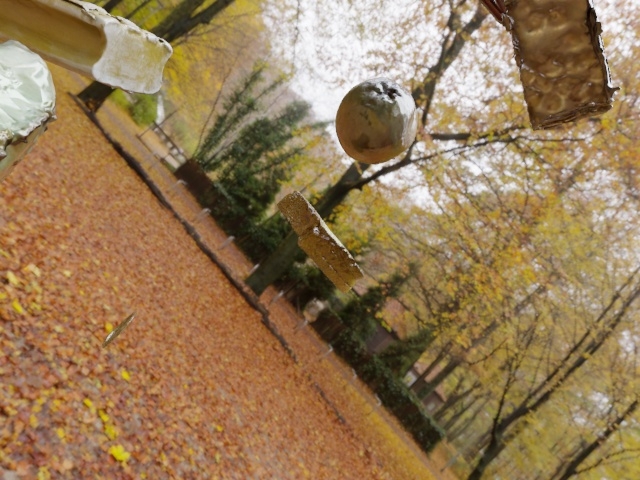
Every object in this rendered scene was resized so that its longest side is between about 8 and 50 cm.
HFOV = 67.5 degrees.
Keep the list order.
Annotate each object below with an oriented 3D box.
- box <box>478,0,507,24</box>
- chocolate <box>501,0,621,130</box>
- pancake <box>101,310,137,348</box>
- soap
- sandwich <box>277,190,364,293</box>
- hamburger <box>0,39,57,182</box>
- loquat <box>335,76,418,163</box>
[{"bbox_3d":[0.282,-0.497,0.729,0.167,0.193,0.294,29,36,-40],"label":"box"},{"bbox_3d":[0.259,-0.288,0.556,0.065,0.102,0.329,12,69,-64],"label":"chocolate"},{"bbox_3d":[-0.466,0.206,1.113,0.011,0.115,0.115,48,-4,-15],"label":"pancake"},{"bbox_3d":[-0.368,-0.293,0.649,0.274,0.089,0.173,24,14,6],"label":"soap"},{"bbox_3d":[0.000,0.000,1.021,0.186,0.065,0.215,50,3,-35],"label":"sandwich"},{"bbox_3d":[-0.375,-0.050,0.342,0.195,0.276,0.318,45,40,-22],"label":"hamburger"},{"bbox_3d":[0.118,-0.252,1.024,0.179,0.179,0.227,47,8,12],"label":"loquat"}]
